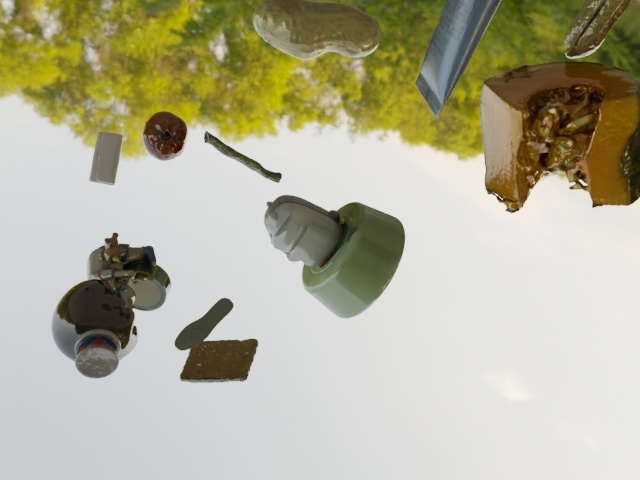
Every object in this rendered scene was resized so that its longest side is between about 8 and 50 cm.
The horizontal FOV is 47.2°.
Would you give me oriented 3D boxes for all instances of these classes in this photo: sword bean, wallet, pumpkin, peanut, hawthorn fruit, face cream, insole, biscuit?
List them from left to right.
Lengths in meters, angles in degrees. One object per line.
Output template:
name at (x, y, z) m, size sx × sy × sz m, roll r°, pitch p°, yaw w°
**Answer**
wallet at (-0.502, -0.193, 1.716) m, size 0.061 × 0.122 × 0.025 m, roll 9°, pitch 169°, yaw -13°
hawthorn fruit at (-0.385, -0.256, 1.807) m, size 0.128 × 0.128 × 0.128 m, roll 17°, pitch -161°, yaw -6°
insole at (-0.295, 0.213, 1.863) m, size 0.064 × 0.004 × 0.188 m, roll 36°, pitch -119°, yaw 20°
biscuit at (-0.276, 0.328, 1.989) m, size 0.231 × 0.131 × 0.025 m, roll -6°, pitch 139°, yaw 32°
sword bean at (-0.059, -0.063, 0.566) m, size 0.083 × 0.012 × 0.012 m, roll 28°, pitch -174°, yaw -46°
peanut at (-0.010, -0.514, 1.800) m, size 0.319 × 0.147 × 0.147 m, roll 9°, pitch -161°, yaw -2°
face cream at (0.251, -0.396, 1.192) m, size 0.086 × 0.385 × 0.135 m, roll 11°, pitch -146°, yaw -20°
pumpkin at (0.446, -0.191, 1.343) m, size 0.303 × 0.225 × 0.256 m, roll 1°, pitch -148°, yaw 16°
peanut at (0.506, -0.410, 1.333) m, size 0.080 × 0.174 × 0.080 m, roll 21°, pitch -149°, yaw -13°

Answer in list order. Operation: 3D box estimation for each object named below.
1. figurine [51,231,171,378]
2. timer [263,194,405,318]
figurine at (-0.363, 0.123, 1.251) m, size 0.158 × 0.161 × 0.275 m, roll 32°, pitch -142°, yaw -13°
timer at (0.000, 0.000, 1.794) m, size 0.315 × 0.290 × 0.291 m, roll 30°, pitch -166°, yaw -21°
